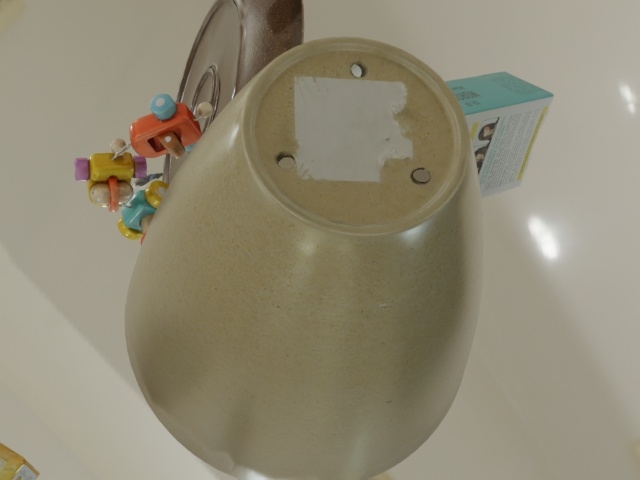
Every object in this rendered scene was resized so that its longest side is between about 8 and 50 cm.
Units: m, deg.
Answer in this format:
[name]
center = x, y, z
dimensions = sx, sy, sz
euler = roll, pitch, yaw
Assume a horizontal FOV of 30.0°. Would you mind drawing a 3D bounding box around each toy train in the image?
[toy train]
center = -0.127, -0.044, 0.970
dimensions = 0.166, 0.125, 0.046
euler = 65, -172, -57

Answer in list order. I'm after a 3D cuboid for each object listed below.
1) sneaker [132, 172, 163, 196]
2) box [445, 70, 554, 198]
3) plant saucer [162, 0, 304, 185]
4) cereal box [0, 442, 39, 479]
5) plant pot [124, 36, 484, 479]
[sneaker]
center = -0.119, -0.019, 1.374
dimensions = 0.080, 0.211, 0.081
euler = 142, 146, -77
[box]
center = 0.111, -0.083, 1.052
dimensions = 0.244, 0.060, 0.100
euler = -17, -49, -50
[plant saucer]
center = -0.097, -0.121, 1.161
dimensions = 0.050, 0.310, 0.310
euler = 12, -121, -19
[cereal box]
center = -0.376, 0.248, 0.996
dimensions = 0.240, 0.173, 0.047
euler = -55, -22, -21
[plant pot]
center = 0.000, 0.000, 0.763
dimensions = 0.274, 0.256, 0.256
euler = 105, 166, -63
